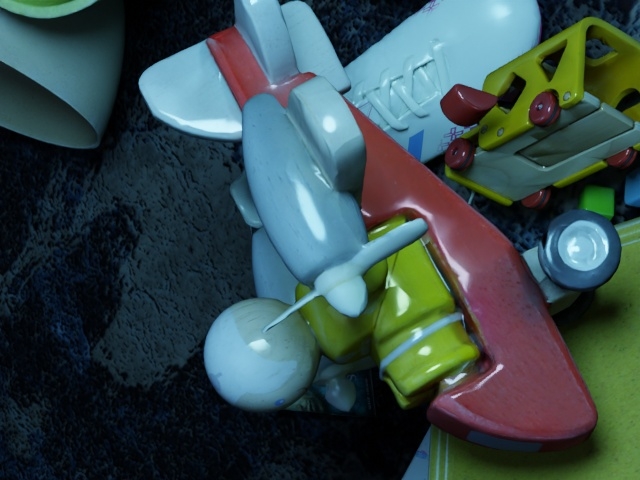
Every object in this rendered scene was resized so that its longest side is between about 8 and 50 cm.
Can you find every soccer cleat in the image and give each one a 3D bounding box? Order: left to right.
[{"bbox_3d":[0.053,-0.106,1.518,0.331,0.143,0.116,-41,77,36],"label":"soccer cleat"}]

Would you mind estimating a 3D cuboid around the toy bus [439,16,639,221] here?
[{"bbox_3d":[0.179,-0.102,1.426,0.202,0.191,0.104,3,62,9],"label":"toy bus"}]

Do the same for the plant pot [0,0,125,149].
[{"bbox_3d":[-0.303,-0.238,1.699,0.284,0.284,0.191,15,75,33],"label":"plant pot"}]

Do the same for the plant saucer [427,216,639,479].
[{"bbox_3d":[0.203,0.125,1.391,0.333,0.081,0.332,-20,53,38],"label":"plant saucer"}]

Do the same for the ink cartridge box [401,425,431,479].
[{"bbox_3d":[0.132,0.213,1.598,0.088,0.052,0.122,39,120,23],"label":"ink cartridge box"}]

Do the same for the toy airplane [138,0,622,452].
[{"bbox_3d":[0.000,0.000,1.313,0.384,0.272,0.386,28,161,52],"label":"toy airplane"}]

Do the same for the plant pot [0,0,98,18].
[{"bbox_3d":[-0.168,-0.345,1.552,0.276,0.254,0.276,10,106,35],"label":"plant pot"}]

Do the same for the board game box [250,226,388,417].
[{"bbox_3d":[-0.002,0.074,1.678,0.126,0.026,0.186,0,101,36],"label":"board game box"}]
